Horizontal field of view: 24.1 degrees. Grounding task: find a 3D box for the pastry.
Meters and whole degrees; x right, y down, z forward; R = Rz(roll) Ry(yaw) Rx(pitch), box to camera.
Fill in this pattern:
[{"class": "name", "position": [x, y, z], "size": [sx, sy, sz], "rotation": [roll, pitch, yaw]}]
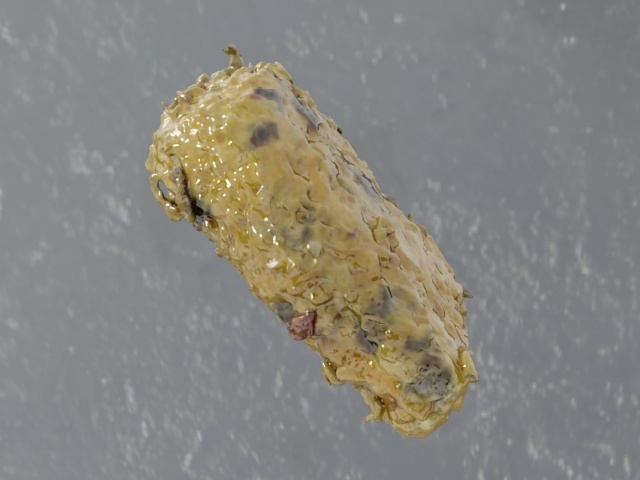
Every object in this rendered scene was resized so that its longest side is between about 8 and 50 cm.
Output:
[{"class": "pastry", "position": [0.000, 0.000, 0.505], "size": [0.140, 0.056, 0.080], "rotation": [43, 24, -4]}]
